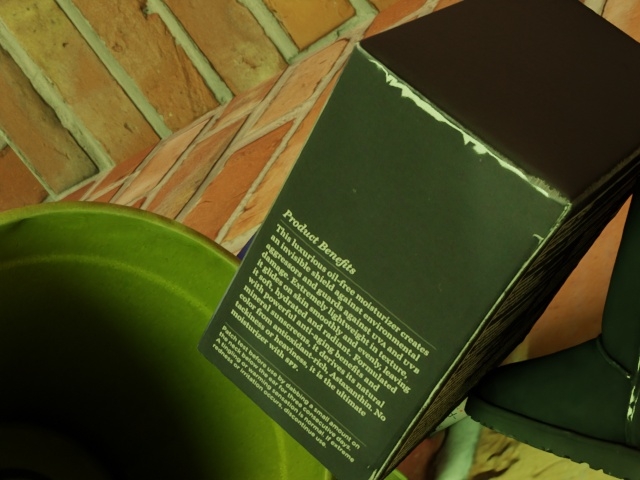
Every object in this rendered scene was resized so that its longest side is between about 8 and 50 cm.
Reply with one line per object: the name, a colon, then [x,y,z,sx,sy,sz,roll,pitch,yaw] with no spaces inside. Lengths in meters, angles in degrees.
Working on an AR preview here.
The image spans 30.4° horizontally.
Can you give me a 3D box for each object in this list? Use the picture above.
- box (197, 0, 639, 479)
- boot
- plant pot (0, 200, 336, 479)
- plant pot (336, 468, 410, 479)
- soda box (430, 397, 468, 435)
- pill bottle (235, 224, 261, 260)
box: [0.101,-0.018,0.892,0.296,0.182,0.294,-32,-22,-52]
boot: [0.213,0.054,0.810,0.246,0.094,0.207,11,86,60]
plant pot: [-0.226,0.211,0.997,0.366,0.366,0.353,-51,3,-38]
plant pot: [0.024,0.222,0.944,0.083,0.083,0.079,-16,40,48]
soda box: [0.108,0.101,1.101,0.063,0.058,0.183,-31,18,17]
pill bottle: [-0.032,0.059,1.311,0.152,0.152,0.272,-20,25,42]
